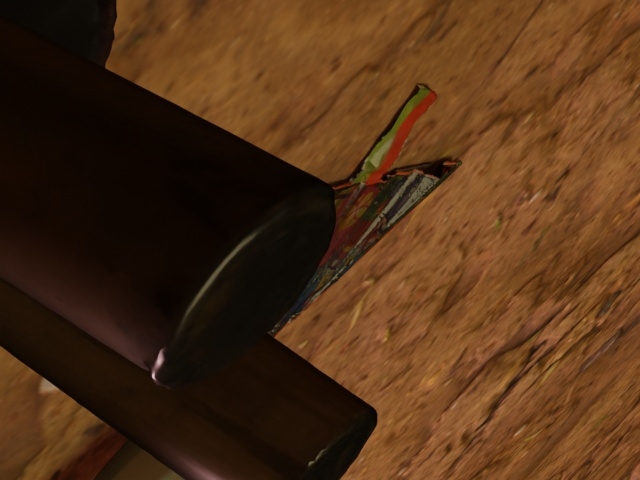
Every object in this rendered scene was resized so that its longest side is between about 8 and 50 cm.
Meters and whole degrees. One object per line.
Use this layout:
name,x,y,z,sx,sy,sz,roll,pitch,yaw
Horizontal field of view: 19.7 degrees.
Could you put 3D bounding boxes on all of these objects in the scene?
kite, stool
kite,0.000,0.000,0.890,0.183,0.014,0.241,-55,158,21
stool,-0.117,0.027,0.427,0.272,0.178,0.272,-42,162,-17

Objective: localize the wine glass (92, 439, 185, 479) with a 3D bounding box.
wine glass,-0.093,0.133,0.874,0.155,0.073,0.073,-35,158,-24
